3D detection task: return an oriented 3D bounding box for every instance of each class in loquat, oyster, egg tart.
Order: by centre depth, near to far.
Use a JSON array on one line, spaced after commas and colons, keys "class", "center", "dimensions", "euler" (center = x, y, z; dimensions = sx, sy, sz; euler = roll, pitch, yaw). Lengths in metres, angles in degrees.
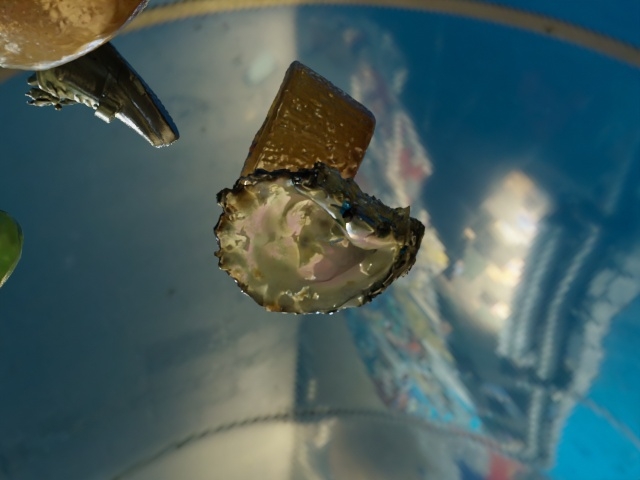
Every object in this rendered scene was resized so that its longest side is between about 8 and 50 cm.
[{"class": "loquat", "center": [-0.319, -0.328, 1.786], "dimensions": [0.276, 0.276, 0.284], "euler": [-16, -26, -44]}, {"class": "oyster", "center": [-0.001, -0.004, 1.914], "dimensions": [0.260, 0.092, 0.198], "euler": [-1, -61, 7]}, {"class": "egg tart", "center": [-0.016, -0.133, 2.155], "dimensions": [0.202, 0.147, 0.202], "euler": [-155, 90, -86]}]

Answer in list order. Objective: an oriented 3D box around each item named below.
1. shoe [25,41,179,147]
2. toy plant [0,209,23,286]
[{"class": "shoe", "center": [-0.340, -0.220, 2.197], "dimensions": [0.149, 0.293, 0.109], "euler": [-39, 4, -1]}, {"class": "toy plant", "center": [-0.461, 0.052, 1.227], "dimensions": [0.317, 0.356, 0.210], "euler": [-62, 7, 5]}]
